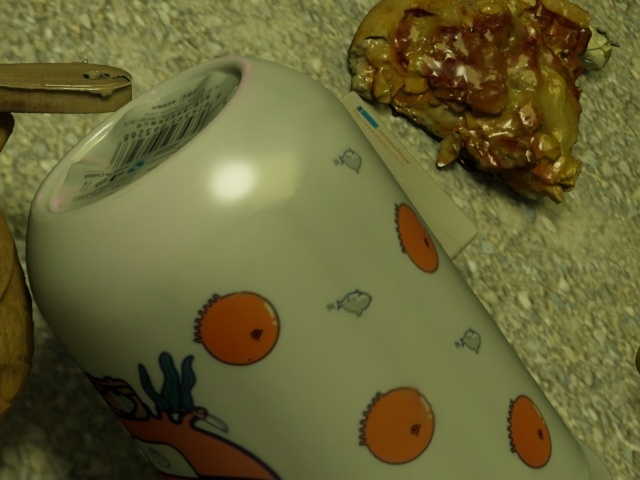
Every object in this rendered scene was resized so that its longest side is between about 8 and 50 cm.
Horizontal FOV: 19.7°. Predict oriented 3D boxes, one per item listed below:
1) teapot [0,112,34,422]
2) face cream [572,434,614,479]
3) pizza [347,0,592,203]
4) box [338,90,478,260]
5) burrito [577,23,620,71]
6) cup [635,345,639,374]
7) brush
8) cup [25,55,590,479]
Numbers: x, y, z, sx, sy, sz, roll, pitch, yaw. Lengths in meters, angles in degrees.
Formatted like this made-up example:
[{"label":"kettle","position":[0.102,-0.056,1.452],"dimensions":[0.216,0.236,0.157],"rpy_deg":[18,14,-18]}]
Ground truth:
[{"label":"teapot","position":[-0.236,0.013,1.000],"dimensions":[0.203,0.167,0.311],"rpy_deg":[38,37,-8]},{"label":"face cream","position":[0.137,0.188,1.239],"dimensions":[0.117,0.104,0.117],"rpy_deg":[24,44,-26]},{"label":"pizza","position":[0.156,-0.133,1.544],"dimensions":[0.289,0.081,0.228],"rpy_deg":[-9,66,-43]},{"label":"box","position":[0.000,-0.001,1.309],"dimensions":[0.149,0.067,0.233],"rpy_deg":[50,39,2]},{"label":"burrito","position":[0.193,-0.212,1.690],"dimensions":[0.185,0.041,0.045],"rpy_deg":[34,64,-19]},{"label":"cup","position":[0.395,0.088,1.441],"dimensions":[0.255,0.256,0.178],"rpy_deg":[-22,74,-48]},{"label":"brush","position":[-0.270,-0.105,1.042],"dimensions":[0.327,0.065,0.070],"rpy_deg":[1,15,-11]},{"label":"cup","position":[-0.013,0.062,1.049],"dimensions":[0.317,0.212,0.212],"rpy_deg":[56,35,-21]}]
